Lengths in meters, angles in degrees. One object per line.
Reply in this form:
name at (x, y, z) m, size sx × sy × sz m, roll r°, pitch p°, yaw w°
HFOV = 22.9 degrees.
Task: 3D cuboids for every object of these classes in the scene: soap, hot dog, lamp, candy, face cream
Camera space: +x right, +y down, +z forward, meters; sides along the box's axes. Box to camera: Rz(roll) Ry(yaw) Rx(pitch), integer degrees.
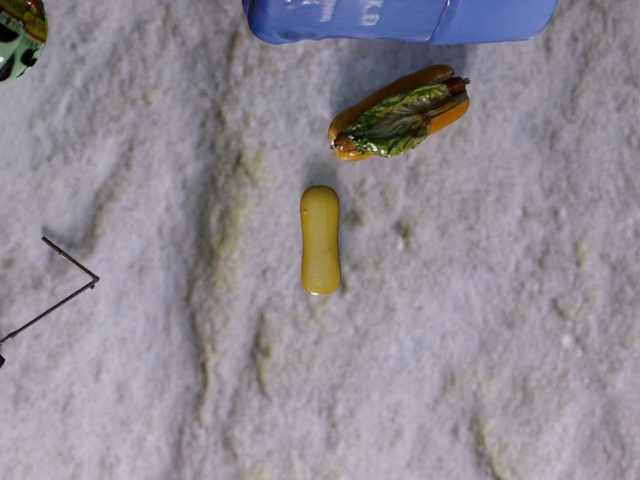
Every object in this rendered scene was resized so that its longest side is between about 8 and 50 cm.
soap at (0.000, 0.000, 1.267) m, size 0.034 × 0.012 × 0.089 m, roll 1°, pitch 87°, yaw -12°
hot dog at (0.065, -0.100, 1.271) m, size 0.133 × 0.041 × 0.056 m, roll -27°, pitch 92°, yaw -12°
lamp at (-0.228, 0.058, 1.209) m, size 0.054 × 0.041 × 0.121 m, roll 43°, pitch 82°, yaw -14°
candy at (-0.308, -0.072, 1.187) m, size 0.091 × 0.083 × 0.305 m, roll 32°, pitch 89°, yaw -10°
face cream at (0.049, -0.268, 1.175) m, size 0.225 × 0.249 × 0.249 m, roll -4°, pitch 87°, yaw -9°
